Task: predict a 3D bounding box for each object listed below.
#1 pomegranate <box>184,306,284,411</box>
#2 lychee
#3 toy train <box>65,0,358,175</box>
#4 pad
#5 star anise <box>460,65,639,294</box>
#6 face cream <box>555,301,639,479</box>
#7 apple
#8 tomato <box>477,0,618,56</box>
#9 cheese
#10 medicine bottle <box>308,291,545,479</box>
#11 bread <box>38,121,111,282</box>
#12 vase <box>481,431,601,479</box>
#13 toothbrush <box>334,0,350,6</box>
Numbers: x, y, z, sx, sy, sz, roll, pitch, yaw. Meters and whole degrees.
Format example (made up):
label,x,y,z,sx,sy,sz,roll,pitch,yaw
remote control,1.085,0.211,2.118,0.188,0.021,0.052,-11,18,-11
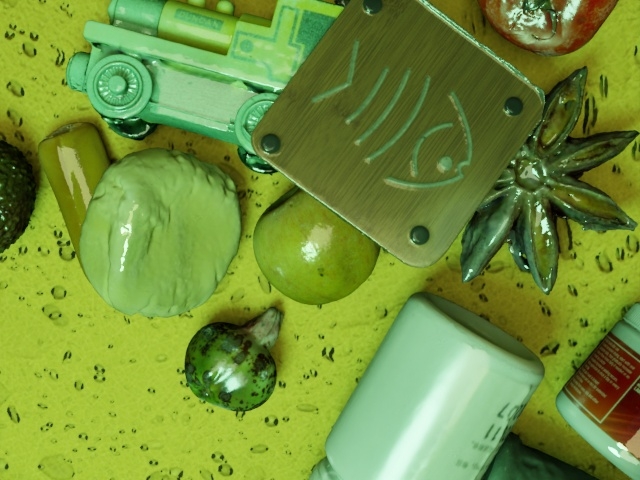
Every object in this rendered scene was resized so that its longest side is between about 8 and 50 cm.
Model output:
label,x,y,z,sx,sy,sz,roll,pitch,yaw
pomegranate,-0.115,0.164,1.093,0.138,0.125,0.163,37,97,9
lychee,-0.469,-0.059,1.063,0.171,0.171,0.171,0,99,2
toy train,-0.147,-0.232,1.030,0.369,0.150,0.237,15,90,0
pad,0.101,-0.148,0.964,0.284,0.018,0.286,36,86,-3
star anise,0.267,-0.089,1.047,0.332,0.117,0.331,0,90,-2
face cream,0.450,0.214,1.040,0.201,0.201,0.187,36,98,-3
apple,0.000,0.000,1.042,0.182,0.182,0.155,-37,99,7
tomato,0.296,-0.335,0.985,0.187,0.151,0.187,21,137,21
cheese,-0.202,-0.009,1.033,0.117,0.214,0.225,30,108,42
medicine bottle,0.126,0.274,1.058,0.211,0.211,0.371,28,99,-2
bread,-0.325,-0.049,1.095,0.093,0.074,0.239,-19,98,10
vase,0.338,0.409,1.076,0.291,0.245,0.245,29,99,7
toothbrush,-0.051,-0.413,1.052,0.297,0.030,0.030,44,108,-5
